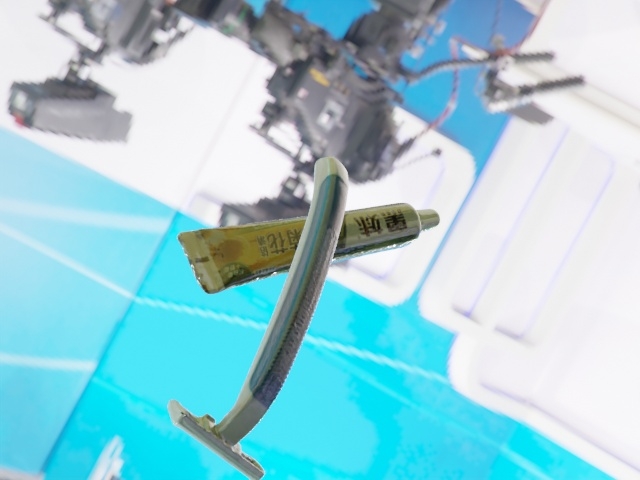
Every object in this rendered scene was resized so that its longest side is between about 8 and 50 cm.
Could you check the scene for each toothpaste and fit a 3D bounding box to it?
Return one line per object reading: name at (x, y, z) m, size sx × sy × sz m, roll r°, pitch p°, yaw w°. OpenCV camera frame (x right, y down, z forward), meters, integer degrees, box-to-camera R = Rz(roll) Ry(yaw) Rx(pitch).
toothpaste at (0.000, 0.000, 0.811) m, size 0.204 × 0.031 × 0.049 m, roll -10°, pitch -119°, yaw -33°

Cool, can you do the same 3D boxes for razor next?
razor at (-0.017, 0.032, 0.653) m, size 0.037 × 0.191 × 0.068 m, roll -4°, pitch 142°, yaw 42°
